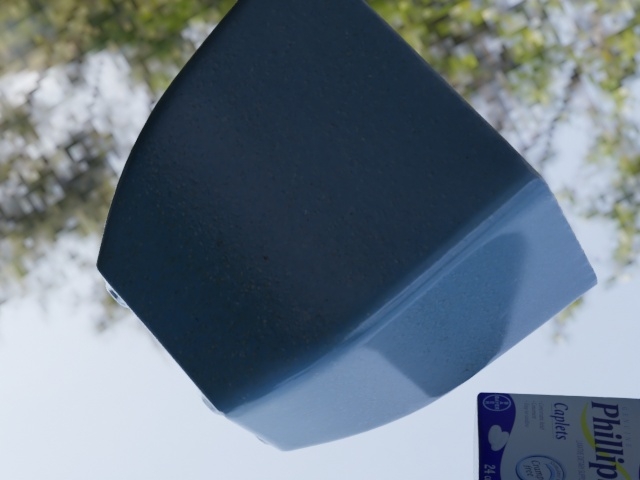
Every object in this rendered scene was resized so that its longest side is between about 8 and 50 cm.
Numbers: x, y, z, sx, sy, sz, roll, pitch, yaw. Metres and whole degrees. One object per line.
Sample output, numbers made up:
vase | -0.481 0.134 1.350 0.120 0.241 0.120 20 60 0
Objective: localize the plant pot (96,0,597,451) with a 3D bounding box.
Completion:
plant pot | 0.000 0.000 1.300 0.252 0.248 0.247 -43 157 0

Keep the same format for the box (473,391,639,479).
box | 0.177 0.171 1.358 0.137 0.072 0.126 2 -148 3
